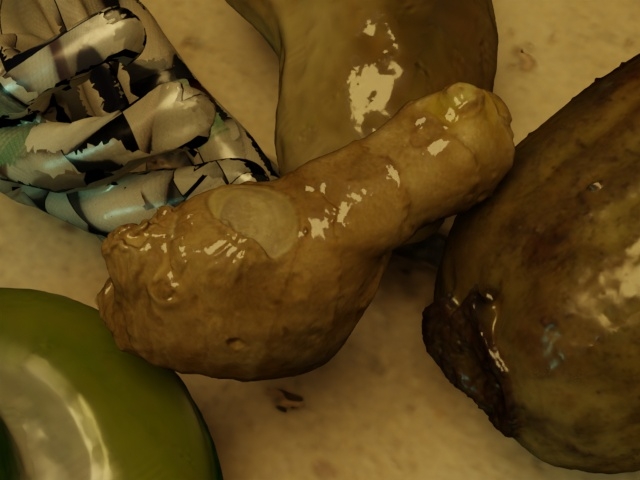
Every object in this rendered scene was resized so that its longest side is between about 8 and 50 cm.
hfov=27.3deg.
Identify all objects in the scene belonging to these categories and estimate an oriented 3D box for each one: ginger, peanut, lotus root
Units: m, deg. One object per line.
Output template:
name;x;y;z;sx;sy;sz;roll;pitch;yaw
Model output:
ginger;0.001;0.006;0.482;0.165;0.096;0.067;-23;48;-7
peanut;0.014;-0.106;0.583;0.110;0.120;0.236;-28;58;45
lotus root;0.161;-0.013;0.509;0.260;0.128;0.145;-32;55;-8

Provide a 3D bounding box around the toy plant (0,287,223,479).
toy plant;-0.145;0.066;0.417;0.184;0.316;0.224;-17;67;2

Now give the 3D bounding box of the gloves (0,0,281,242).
gloves;-0.098;-0.050;0.574;0.111;0.127;0.212;-33;61;3
